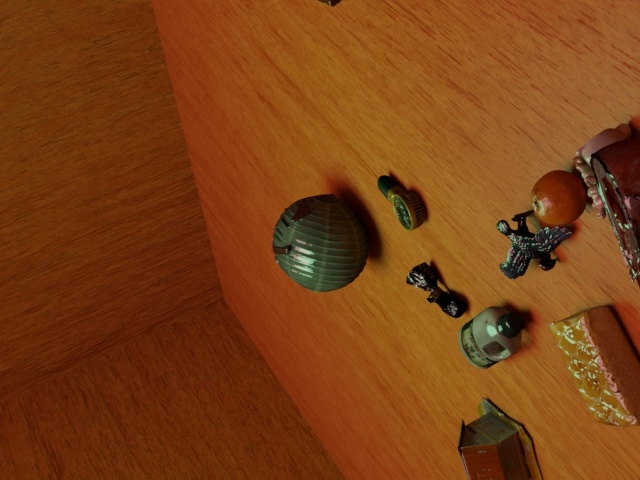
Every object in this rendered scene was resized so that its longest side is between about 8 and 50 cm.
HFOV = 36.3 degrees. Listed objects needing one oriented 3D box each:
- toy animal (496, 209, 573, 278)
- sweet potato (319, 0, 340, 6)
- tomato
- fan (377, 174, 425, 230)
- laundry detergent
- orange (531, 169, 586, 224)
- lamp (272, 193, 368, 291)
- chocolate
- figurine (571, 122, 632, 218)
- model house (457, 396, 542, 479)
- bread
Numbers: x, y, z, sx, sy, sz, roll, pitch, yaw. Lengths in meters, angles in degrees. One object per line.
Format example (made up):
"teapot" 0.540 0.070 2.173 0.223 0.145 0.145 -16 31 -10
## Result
"toy animal" 0.338 0.005 1.586 0.108 0.062 0.220 63 157 10
"sweet potato" -0.042 -0.605 1.786 0.130 0.131 0.422 123 126 -70
"tomato" 0.418 -0.031 1.129 0.180 0.155 0.214 -98 -17 -68
"fan" 0.166 -0.085 2.018 0.155 0.039 0.082 52 159 41
"laundry detergent" 0.330 0.177 1.841 0.225 0.070 0.099 122 129 -69
"orange" 0.349 -0.063 1.429 0.083 0.084 0.083 55 160 30
"lamp" 0.000 0.000 2.330 0.265 0.233 0.233 -115 5 -75
"chocolate" 0.242 0.112 2.028 0.147 0.070 0.072 54 -172 35
"figurine" 0.398 -0.068 1.270 0.098 0.081 0.146 -44 68 34
"model house" 0.352 0.473 2.067 0.207 0.136 0.219 31 143 59
"bread" 0.441 0.198 1.530 0.188 0.068 0.125 64 163 5
